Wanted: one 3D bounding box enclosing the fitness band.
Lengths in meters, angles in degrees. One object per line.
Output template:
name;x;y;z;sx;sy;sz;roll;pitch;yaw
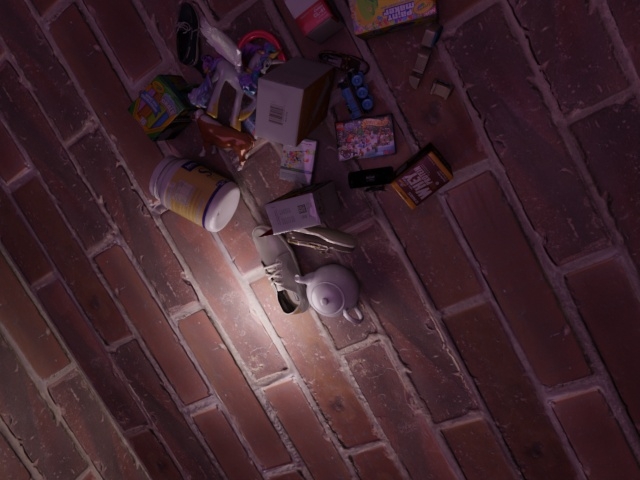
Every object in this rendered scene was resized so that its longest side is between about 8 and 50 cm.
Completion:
fitness band;-0.228;-0.704;1.908;0.208;0.054;0.291;-20;100;18

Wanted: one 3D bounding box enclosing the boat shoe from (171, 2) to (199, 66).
boat shoe;-0.561;-0.858;1.936;0.095;0.079;0.255;6;99;23

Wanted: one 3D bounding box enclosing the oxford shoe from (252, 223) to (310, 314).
oxford shoe;-0.182;0.138;2.090;0.169;0.130;0.450;-20;98;36

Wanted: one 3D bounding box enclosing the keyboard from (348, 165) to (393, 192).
keyboard;0.209;-0.243;1.926;0.191;0.038;0.100;-5;81;19

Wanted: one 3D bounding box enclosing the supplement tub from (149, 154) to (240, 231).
supplement tub;-0.546;-0.209;2.045;0.331;0.241;0.241;28;112;7

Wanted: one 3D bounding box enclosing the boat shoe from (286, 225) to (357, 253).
boat shoe;0.000;0.000;2.012;0.324;0.116;0.097;16;114;16

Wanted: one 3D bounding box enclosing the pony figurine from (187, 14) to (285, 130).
pony figurine;-0.353;-0.654;1.798;0.350;0.303;0.364;26;100;-25

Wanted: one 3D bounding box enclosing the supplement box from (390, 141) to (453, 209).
supplement box;0.383;-0.248;1.769;0.191;0.194;0.129;-39;99;23

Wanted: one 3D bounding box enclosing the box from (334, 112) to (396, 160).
box;0.179;-0.411;1.871;0.232;0.044;0.159;-4;105;18

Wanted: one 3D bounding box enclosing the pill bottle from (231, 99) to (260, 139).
pill bottle;-0.294;-0.509;1.962;0.160;0.087;0.087;46;113;0

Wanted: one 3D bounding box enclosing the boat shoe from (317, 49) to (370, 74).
boat shoe;0.086;-0.684;1.805;0.206;0.073;0.073;16;107;10

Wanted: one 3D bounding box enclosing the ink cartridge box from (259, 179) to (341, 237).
ink cartridge box;-0.093;-0.132;1.892;0.271;0.309;0.130;-12;102;19

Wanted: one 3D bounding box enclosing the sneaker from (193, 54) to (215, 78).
sneaker;-0.465;-0.713;1.977;0.170;0.051;0.089;48;113;4

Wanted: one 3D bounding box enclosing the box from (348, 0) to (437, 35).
box;0.249;-0.889;1.639;0.289;0.177;0.280;-8;104;19

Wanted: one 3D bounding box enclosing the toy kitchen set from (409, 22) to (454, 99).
toy kitchen set;0.437;-0.651;1.704;0.165;0.122;0.207;24;131;9

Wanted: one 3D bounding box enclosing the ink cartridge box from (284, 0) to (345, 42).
ink cartridge box;-0.056;-0.897;1.702;0.131;0.226;0.306;-27;97;22

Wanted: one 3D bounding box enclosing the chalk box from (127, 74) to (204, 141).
chalk box;-0.636;-0.586;1.996;0.288;0.180;0.179;-37;93;22

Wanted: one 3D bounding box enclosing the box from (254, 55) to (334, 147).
box;-0.091;-0.522;1.734;0.168;0.345;0.215;18;127;10

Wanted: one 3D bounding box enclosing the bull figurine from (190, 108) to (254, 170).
bull figurine;-0.430;-0.432;1.997;0.310;0.101;0.189;24;130;9

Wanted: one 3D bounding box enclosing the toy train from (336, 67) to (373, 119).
toy train;0.134;-0.565;1.804;0.105;0.080;0.184;-19;118;20

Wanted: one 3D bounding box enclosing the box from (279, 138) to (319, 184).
box;-0.091;-0.340;1.974;0.145;0.038;0.187;14;106;14

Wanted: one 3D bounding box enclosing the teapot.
teapot;0.047;0.236;2.026;0.255;0.187;0.253;-7;104;18
